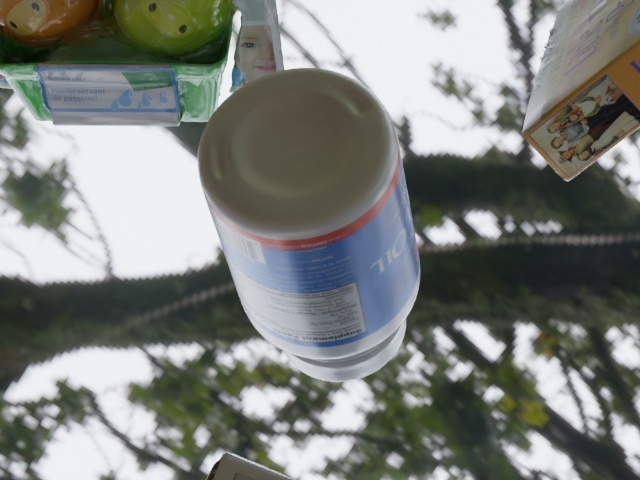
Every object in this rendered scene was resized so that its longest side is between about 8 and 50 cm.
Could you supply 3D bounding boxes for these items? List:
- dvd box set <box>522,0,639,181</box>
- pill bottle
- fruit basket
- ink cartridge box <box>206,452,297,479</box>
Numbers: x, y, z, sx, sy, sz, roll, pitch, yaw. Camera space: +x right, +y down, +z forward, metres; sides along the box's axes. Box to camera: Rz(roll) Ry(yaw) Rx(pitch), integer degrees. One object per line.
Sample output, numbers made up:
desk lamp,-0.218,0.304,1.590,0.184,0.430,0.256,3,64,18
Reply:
dvd box set,0.351,-0.248,1.486,0.420,0.062,0.307,-39,-168,28
pill bottle,0.000,0.000,1.181,0.124,0.221,0.124,-4,-121,7
fruit basket,-0.206,-0.254,1.712,0.327,0.353,0.165,1,-123,5
ink cartridge box,0.101,0.238,1.168,0.307,0.303,0.072,22,-101,19
